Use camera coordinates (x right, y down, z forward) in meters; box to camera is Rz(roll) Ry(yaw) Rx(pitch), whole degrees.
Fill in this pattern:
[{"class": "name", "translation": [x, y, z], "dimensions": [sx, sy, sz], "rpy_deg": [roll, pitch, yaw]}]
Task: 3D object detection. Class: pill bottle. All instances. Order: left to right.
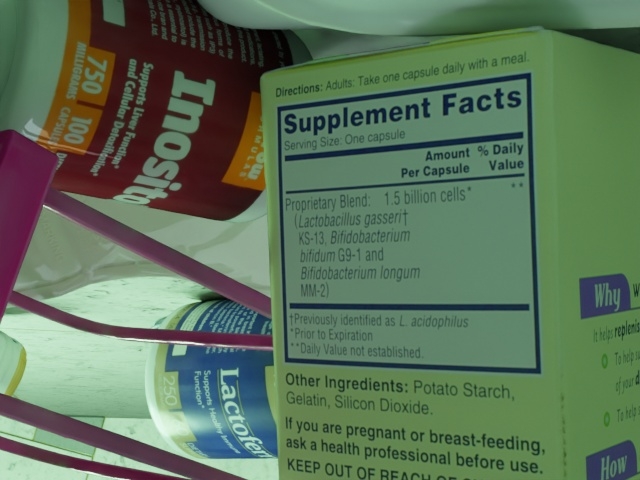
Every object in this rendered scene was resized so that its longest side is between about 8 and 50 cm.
[{"class": "pill bottle", "translation": [-0.057, -0.054, 0.456], "dimensions": [0.152, 0.086, 0.086], "rpy_deg": [10, 164, -33]}, {"class": "pill bottle", "translation": [-0.017, 0.122, 1.051], "dimensions": [0.265, 0.153, 0.153], "rpy_deg": [-8, 164, 33]}]

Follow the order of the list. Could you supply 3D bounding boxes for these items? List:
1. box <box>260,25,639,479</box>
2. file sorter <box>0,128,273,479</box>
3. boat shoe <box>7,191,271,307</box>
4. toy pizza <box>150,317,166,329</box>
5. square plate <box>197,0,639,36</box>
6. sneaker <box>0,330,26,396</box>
[{"class": "box", "translation": [0.091, 0.055, 0.457], "dimensions": [0.117, 0.243, 0.213], "rpy_deg": [-2, -179, 38]}, {"class": "file sorter", "translation": [-0.140, 0.137, 0.436], "dimensions": [0.202, 0.290, 0.182], "rpy_deg": [-3, 156, 46]}, {"class": "boat shoe", "translation": [-0.073, -0.034, 0.594], "dimensions": [0.319, 0.116, 0.099], "rpy_deg": [-7, -151, 6]}, {"class": "toy pizza", "translation": [-0.089, 0.113, 1.280], "dimensions": [0.201, 0.032, 0.201], "rpy_deg": [2, 167, 0]}, {"class": "square plate", "translation": [0.090, -0.119, 0.242], "dimensions": [0.347, 0.049, 0.344], "rpy_deg": [0, 166, 10]}, {"class": "sneaker", "translation": [-0.460, 0.109, 1.220], "dimensions": [0.296, 0.112, 0.131], "rpy_deg": [-6, 148, 22]}]
